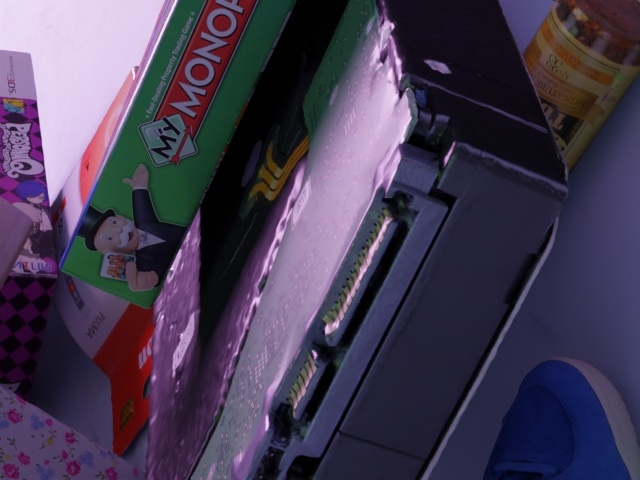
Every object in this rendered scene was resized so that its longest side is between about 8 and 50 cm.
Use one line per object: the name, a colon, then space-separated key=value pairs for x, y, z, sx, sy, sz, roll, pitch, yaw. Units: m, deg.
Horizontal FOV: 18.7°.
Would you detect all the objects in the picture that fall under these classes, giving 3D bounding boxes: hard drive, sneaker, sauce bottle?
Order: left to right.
hard drive: x=0.000 y=0.000 z=0.770 sx=0.339 sy=0.064 sz=0.237 roll=-96 pitch=29 yaw=-65
sneaker: x=0.059 y=0.108 z=0.650 sx=0.058 sy=0.084 sz=0.152 roll=-7 pitch=72 yaw=50
sauce bottle: x=0.081 y=-0.038 z=0.738 sx=0.128 sy=0.042 sz=0.042 roll=-61 pitch=29 yaw=32

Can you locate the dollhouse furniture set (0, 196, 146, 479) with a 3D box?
dollhouse furniture set: x=-0.062 y=0.159 z=0.751 sx=0.174 sy=0.303 sz=0.355 roll=-33 pitch=28 yaw=45

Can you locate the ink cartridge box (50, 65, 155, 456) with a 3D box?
ink cartridge box: x=-0.112 y=0.014 z=1.104 sx=0.145 sy=0.045 sz=0.179 roll=-53 pitch=32 yaw=41

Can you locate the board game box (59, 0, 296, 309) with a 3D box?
board game box: x=-0.038 y=-0.133 z=0.903 sx=0.317 sy=0.046 sz=0.213 roll=-83 pitch=19 yaw=-64

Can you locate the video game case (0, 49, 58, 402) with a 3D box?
video game case: x=-0.214 y=0.030 z=1.254 sx=0.210 sy=0.042 sz=0.232 roll=-105 pitch=25 yaw=-45
